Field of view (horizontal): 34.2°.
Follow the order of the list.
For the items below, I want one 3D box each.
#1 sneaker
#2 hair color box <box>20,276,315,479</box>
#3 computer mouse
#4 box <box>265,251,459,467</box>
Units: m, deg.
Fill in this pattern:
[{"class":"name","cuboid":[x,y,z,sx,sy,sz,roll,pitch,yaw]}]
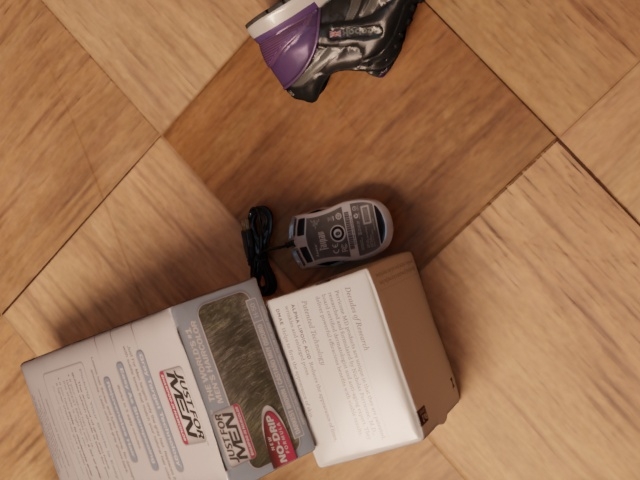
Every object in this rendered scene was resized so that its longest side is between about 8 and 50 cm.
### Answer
[{"class":"sneaker","cuboid":[0.068,-0.247,1.115,0.283,0.107,0.124,-26,101,24]},{"class":"hair color box","cuboid":[-0.182,0.177,1.135,0.374,0.113,0.185,-21,88,51]},{"class":"computer mouse","cuboid":[0.000,0.000,1.181,0.193,0.042,0.106,-10,87,26]},{"class":"box","cuboid":[0.050,0.119,1.097,0.119,0.181,0.182,-19,88,19]}]
